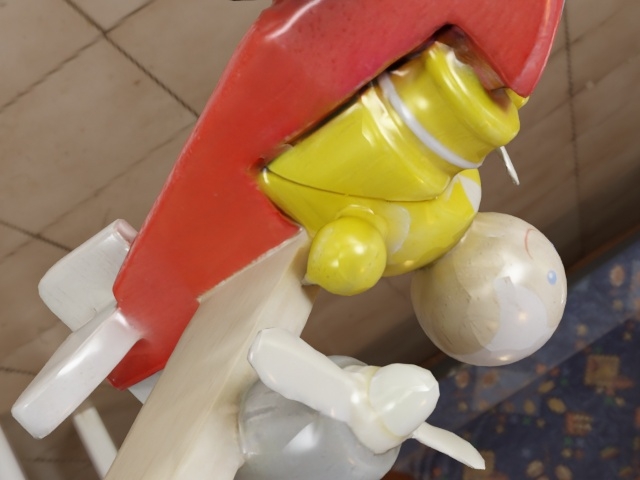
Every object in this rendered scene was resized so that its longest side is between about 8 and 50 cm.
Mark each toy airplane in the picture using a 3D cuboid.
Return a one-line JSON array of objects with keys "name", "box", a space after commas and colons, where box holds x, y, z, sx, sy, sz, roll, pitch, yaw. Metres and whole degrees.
[{"name": "toy airplane", "box": [0.000, 0.000, 0.558, 0.386, 0.272, 0.384, -61, -176, -12]}]
